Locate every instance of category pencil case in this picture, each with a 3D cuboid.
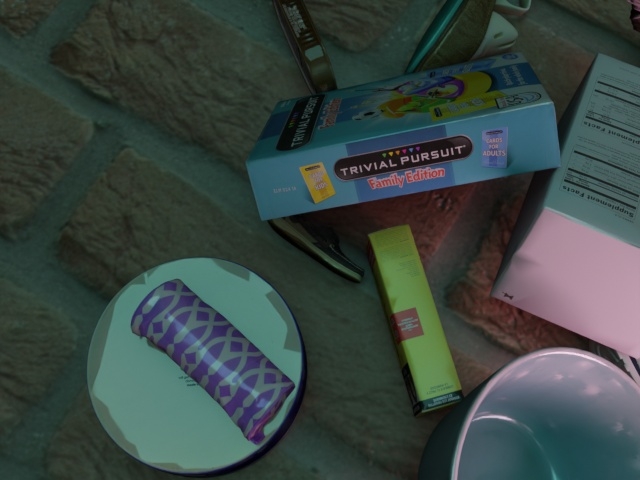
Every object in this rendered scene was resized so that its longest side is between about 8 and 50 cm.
[{"bbox_3d":[-0.126,0.133,0.911,0.206,0.086,0.088,40,112,13],"label":"pencil case"}]

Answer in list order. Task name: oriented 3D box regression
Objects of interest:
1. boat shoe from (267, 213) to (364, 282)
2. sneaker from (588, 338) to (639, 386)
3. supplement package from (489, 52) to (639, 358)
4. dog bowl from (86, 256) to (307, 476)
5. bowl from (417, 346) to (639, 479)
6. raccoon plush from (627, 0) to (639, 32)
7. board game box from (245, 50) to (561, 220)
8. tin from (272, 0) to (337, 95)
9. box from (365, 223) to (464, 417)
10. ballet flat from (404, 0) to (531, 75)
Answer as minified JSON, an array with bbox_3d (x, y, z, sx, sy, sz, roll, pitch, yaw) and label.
[{"bbox_3d":[0.000,0.000,1.072,0.152,0.056,0.049,35,82,10],"label":"boat shoe"},{"bbox_3d":[0.429,0.199,0.996,0.095,0.090,0.235,-18,75,-15],"label":"sneaker"},{"bbox_3d":[0.359,-0.041,0.974,0.198,0.199,0.262,24,58,7],"label":"supplement package"},{"bbox_3d":[-0.148,0.157,1.001,0.265,0.104,0.265,0,73,0],"label":"dog bowl"},{"bbox_3d":[0.233,0.283,0.899,0.311,0.163,0.311,7,73,-23],"label":"bowl"},{"bbox_3d":[0.542,-0.329,1.004,0.216,0.446,0.299,10,72,31],"label":"raccoon plush"},{"bbox_3d":[0.098,-0.136,0.982,0.336,0.254,0.079,-10,113,10],"label":"board game box"},{"bbox_3d":[-0.026,-0.286,1.135,0.040,0.106,0.189,-23,73,2],"label":"tin"},{"bbox_3d":[0.117,0.102,1.025,0.058,0.087,0.232,-14,74,-4],"label":"box"},{"bbox_3d":[0.240,-0.347,1.162,0.124,0.116,0.342,29,71,-11],"label":"ballet flat"}]
